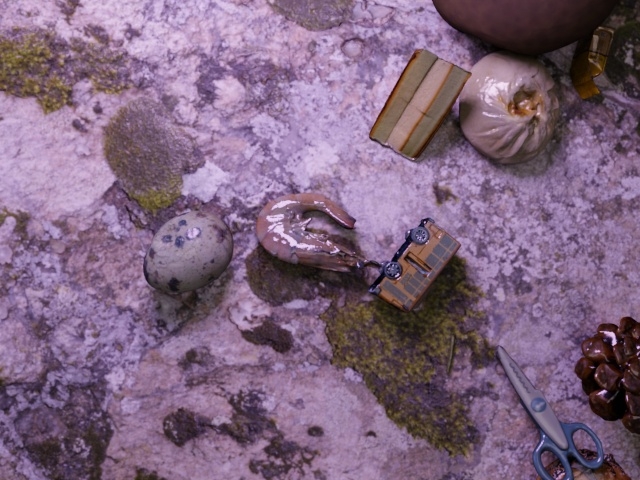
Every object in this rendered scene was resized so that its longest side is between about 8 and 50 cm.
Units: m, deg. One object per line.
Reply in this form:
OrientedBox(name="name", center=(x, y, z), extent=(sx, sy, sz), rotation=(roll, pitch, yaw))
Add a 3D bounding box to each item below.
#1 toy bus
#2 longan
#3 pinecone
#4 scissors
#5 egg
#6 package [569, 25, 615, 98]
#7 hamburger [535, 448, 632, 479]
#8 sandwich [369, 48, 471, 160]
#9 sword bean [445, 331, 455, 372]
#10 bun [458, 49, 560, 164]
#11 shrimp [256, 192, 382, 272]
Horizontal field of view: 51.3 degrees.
OrientedBox(name="toy bus", center=(0.181, 0.053, 1.295), extent=(0.103, 0.091, 0.182), rotation=(38, 87, -2))
OrientedBox(name="longan", center=(0.367, -0.482, 1.207), extent=(0.349, 0.288, 0.289), rotation=(15, 90, 12))
OrientedBox(name="pinecone", center=(0.588, 0.258, 1.263), extent=(0.229, 0.201, 0.202), rotation=(44, 84, -6))
OrientedBox(name="scissors", center=(0.425, 0.331, 1.299), extent=(0.138, 0.041, 0.289), rotation=(-30, 73, -4))
OrientedBox(name="egg", center=(-0.249, 0.024, 1.248), extent=(0.181, 0.141, 0.141), rotation=(-36, 92, -4))
OrientedBox(name="package", center=(0.531, -0.353, 1.316), extent=(0.047, 0.071, 0.131), rotation=(15, 92, -9))
OrientedBox(name="hamburger", center=(0.522, 0.529, 1.312), extent=(0.230, 0.107, 0.231), rotation=(0, 89, 1))
OrientedBox(name="sandwich", center=(0.183, -0.250, 1.248), extent=(0.117, 0.187, 0.144), rotation=(26, 83, -2))
OrientedBox(name="sword bean", center=(0.262, 0.225, 1.340), extent=(0.012, 0.012, 0.083), rotation=(9, 89, -3))
OrientedBox(name="bun", center=(0.370, -0.259, 1.281), extent=(0.222, 0.127, 0.223), rotation=(0, 88, -3))
OrientedBox(name="shrimp", center=(0.001, -0.017, 1.303), extent=(0.254, 0.059, 0.145), rotation=(9, 77, 3))
